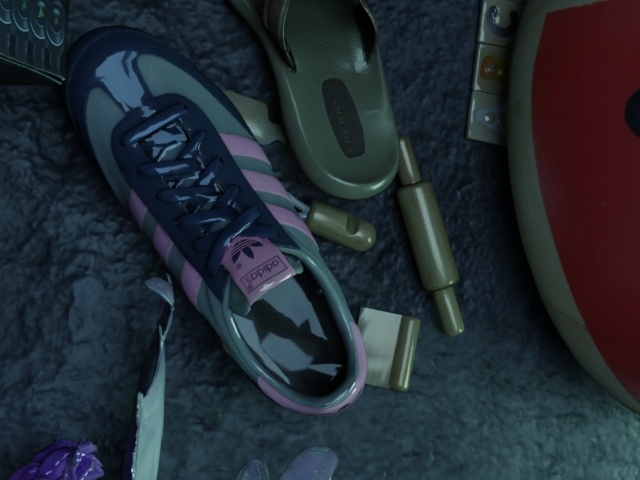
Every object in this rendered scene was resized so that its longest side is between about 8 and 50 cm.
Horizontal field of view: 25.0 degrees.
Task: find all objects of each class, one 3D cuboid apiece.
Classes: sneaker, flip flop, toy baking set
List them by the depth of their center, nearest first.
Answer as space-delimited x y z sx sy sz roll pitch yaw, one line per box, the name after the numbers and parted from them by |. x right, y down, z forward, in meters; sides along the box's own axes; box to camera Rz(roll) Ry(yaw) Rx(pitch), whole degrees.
-0.063 -0.014 1.001 0.112 0.131 0.319 -38 103 -6 | sneaker
-0.006 -0.165 1.073 0.112 0.080 0.277 -16 83 -19 | flip flop
0.007 0.000 1.103 0.197 0.030 0.256 -13 92 -20 | toy baking set

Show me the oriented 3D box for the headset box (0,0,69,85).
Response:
-0.282 -0.223 0.875 0.246 0.131 0.283 0 85 17 | headset box

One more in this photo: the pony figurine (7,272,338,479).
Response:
-0.144 0.238 0.941 0.363 0.303 0.351 -6 122 -23 | pony figurine

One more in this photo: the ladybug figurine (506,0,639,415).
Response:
0.306 -0.061 1.134 0.305 0.162 0.449 -9 91 -20 | ladybug figurine

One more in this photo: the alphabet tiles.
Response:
0.223 -0.184 1.201 0.198 0.009 0.237 8 85 -19 | alphabet tiles
